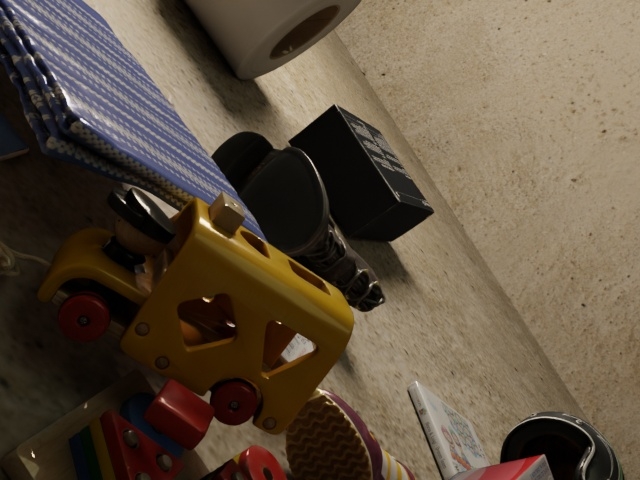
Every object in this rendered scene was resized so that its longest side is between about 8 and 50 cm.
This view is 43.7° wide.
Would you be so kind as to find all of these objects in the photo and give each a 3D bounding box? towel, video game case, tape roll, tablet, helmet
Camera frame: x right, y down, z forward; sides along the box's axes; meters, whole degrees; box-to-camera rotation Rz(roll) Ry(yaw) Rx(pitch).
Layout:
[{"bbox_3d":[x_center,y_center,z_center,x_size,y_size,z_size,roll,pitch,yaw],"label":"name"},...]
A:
[{"bbox_3d":[-0.184,-0.130,0.620,0.336,0.040,0.243,51,9,30],"label":"towel"},{"bbox_3d":[0.174,0.263,0.996,0.157,0.019,0.143,41,21,-41],"label":"video game case"},{"bbox_3d":[-0.071,-0.377,1.187,0.169,0.246,0.246,56,15,1],"label":"tape roll"},{"bbox_3d":[-0.235,-0.089,0.536,0.083,0.006,0.054,52,16,-6],"label":"tablet"},{"bbox_3d":[0.319,0.314,1.057,0.169,0.169,0.161,48,33,-25],"label":"helmet"}]

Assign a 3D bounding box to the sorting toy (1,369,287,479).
[{"bbox_3d":[-0.086,0.139,0.428,0.132,0.046,0.274,55,16,1],"label":"sorting toy"}]

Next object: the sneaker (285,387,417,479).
[{"bbox_3d":[0.033,0.192,0.640,0.185,0.070,0.084,62,17,-7],"label":"sneaker"}]

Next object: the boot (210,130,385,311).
[{"bbox_3d":[0.000,0.000,0.840,0.229,0.091,0.263,47,1,-32],"label":"boot"}]

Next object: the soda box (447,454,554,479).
[{"bbox_3d":[0.091,0.232,0.544,0.263,0.083,0.092,-8,77,-57],"label":"soda box"}]

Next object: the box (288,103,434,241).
[{"bbox_3d":[0.075,-0.100,1.305,0.184,0.103,0.261,55,15,13],"label":"box"}]

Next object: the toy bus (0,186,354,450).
[{"bbox_3d":[-0.077,0.023,0.482,0.191,0.104,0.202,40,8,26],"label":"toy bus"}]

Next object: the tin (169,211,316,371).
[{"bbox_3d":[-0.067,0.050,0.695,0.189,0.040,0.106,55,11,-1],"label":"tin"}]
